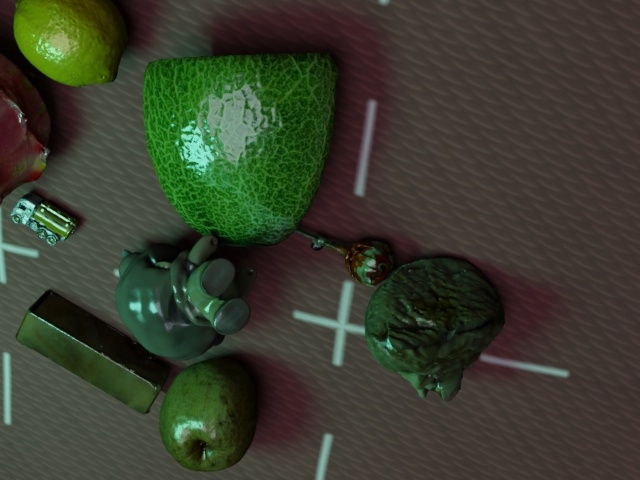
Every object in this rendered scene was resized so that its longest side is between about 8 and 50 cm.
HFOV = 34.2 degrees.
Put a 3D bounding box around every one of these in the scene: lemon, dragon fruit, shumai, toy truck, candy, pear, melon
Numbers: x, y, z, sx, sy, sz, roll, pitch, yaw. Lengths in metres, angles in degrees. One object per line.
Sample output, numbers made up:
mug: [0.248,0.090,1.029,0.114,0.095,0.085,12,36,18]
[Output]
lemon: [-0.427,-0.357,1.777,0.193,0.180,0.181,36,121,23]
dragon fruit: [-0.679,-0.175,1.843,0.371,0.249,0.386,-15,132,25]
shumai: [0.195,0.169,1.871,0.255,0.189,0.218,-15,137,-14]
toy truck: [-0.534,-0.043,2.018,0.123,0.052,0.063,32,114,-3]
candy: [-0.001,0.001,1.894,0.287,0.084,0.078,24,122,11]
pear: [-0.219,0.350,2.028,0.188,0.211,0.228,15,118,5]
melon: [-0.129,-0.149,1.792,0.331,0.226,0.344,-5,101,-2]

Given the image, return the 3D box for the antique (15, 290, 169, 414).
antique: [-0.452,0.227,2.099,0.310,0.093,0.087,31,118,-1]

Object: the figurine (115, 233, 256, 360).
figurine: [-0.236,0.107,1.870,0.248,0.203,0.380,44,157,-17]
